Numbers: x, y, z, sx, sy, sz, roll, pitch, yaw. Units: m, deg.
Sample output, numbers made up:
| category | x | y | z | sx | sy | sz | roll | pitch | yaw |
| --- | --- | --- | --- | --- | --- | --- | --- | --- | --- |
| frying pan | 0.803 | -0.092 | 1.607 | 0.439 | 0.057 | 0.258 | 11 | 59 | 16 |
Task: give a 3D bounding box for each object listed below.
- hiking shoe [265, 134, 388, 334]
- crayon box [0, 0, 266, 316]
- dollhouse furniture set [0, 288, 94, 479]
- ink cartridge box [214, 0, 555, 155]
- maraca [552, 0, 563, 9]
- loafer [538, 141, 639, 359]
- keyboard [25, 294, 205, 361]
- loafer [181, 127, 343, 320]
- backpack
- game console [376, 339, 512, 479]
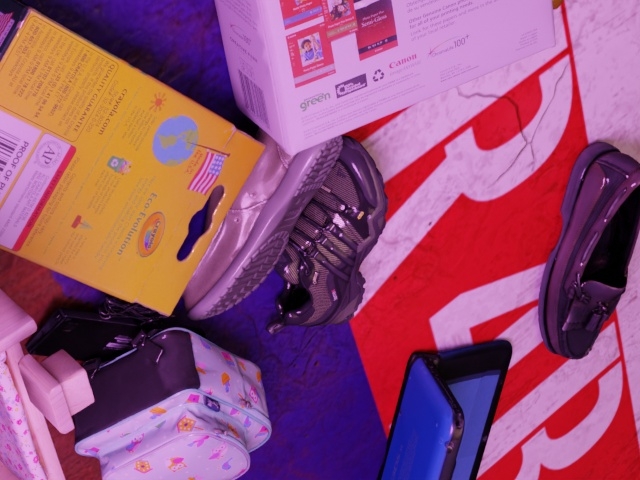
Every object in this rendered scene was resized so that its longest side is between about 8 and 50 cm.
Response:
| category | x | y | z | sx | sy | sz | roll | pitch | yaw |
| --- | --- | --- | --- | --- | --- | --- | --- | --- | --- |
| hiking shoe | 0.000 | 0.000 | 1.652 | 0.114 | 0.086 | 0.227 | -16 | 124 | -40 |
| crayon box | -0.216 | -0.071 | 1.419 | 0.318 | 0.081 | 0.202 | 29 | 93 | -46 |
| dollhouse furniture set | -0.318 | 0.175 | 1.268 | 0.173 | 0.355 | 0.303 | -31 | 131 | -25 |
| ink cartridge box | 0.057 | -0.272 | 1.481 | 0.309 | 0.130 | 0.272 | -23 | 127 | -18 |
| maraca | 0.222 | -0.278 | 1.687 | 0.127 | 0.099 | 0.186 | -32 | 141 | -41 |
| loafer | 0.352 | 0.029 | 1.981 | 0.109 | 0.095 | 0.303 | -14 | 122 | -36 |
| keyboard | -0.198 | 0.085 | 1.561 | 0.192 | 0.038 | 0.100 | 12 | 136 | -47 |
| loafer | -0.074 | -0.029 | 1.584 | 0.251 | 0.087 | 0.094 | -56 | 164 | 13 |
| backpack | -0.141 | 0.182 | 1.573 | 0.165 | 0.144 | 0.188 | -31 | 153 | 22 |
| game console | 0.166 | 0.293 | 1.918 | 0.173 | 0.250 | 0.293 | 7 | 110 | -16 |
